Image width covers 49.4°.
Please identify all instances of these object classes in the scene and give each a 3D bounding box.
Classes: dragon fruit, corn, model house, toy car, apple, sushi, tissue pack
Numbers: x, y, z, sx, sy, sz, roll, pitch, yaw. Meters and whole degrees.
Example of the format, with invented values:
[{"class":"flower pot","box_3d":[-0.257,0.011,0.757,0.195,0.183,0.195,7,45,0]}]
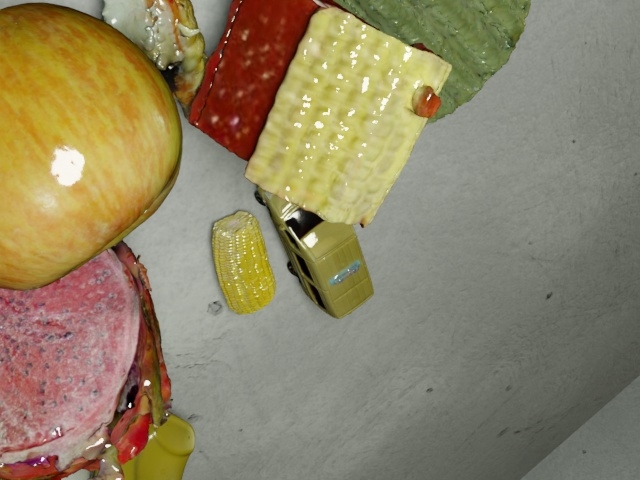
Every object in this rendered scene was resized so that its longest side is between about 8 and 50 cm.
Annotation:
[{"class":"dragon fruit","box_3d":[-0.323,0.160,0.815,0.296,0.314,0.263,-6,155,-8]},{"class":"corn","box_3d":[-0.111,0.034,1.010,0.085,0.063,0.165,-18,130,-13]},{"class":"model house","box_3d":[0.006,-0.140,0.723,0.160,0.254,0.196,8,115,-44]},{"class":"toy car","box_3d":[0.000,0.000,1.024,0.101,0.124,0.257,-35,137,-13]},{"class":"apple","box_3d":[-0.264,-0.096,0.649,0.264,0.264,0.264,-20,132,-24]},{"class":"sushi","box_3d":[-0.172,-0.213,0.748,0.103,0.097,0.226,-34,137,-12]},{"class":"tissue pack","box_3d":[-0.275,0.351,1.052,0.127,0.178,0.123,-10,144,24]}]

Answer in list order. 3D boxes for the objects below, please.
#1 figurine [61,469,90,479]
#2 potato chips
[{"class":"figurine","box_3d":[-0.406,0.352,0.986,0.183,0.160,0.226,20,100,-45]},{"class":"potato chips","box_3d":[0.103,-0.287,0.920,0.429,0.070,0.358,26,105,-44]}]
